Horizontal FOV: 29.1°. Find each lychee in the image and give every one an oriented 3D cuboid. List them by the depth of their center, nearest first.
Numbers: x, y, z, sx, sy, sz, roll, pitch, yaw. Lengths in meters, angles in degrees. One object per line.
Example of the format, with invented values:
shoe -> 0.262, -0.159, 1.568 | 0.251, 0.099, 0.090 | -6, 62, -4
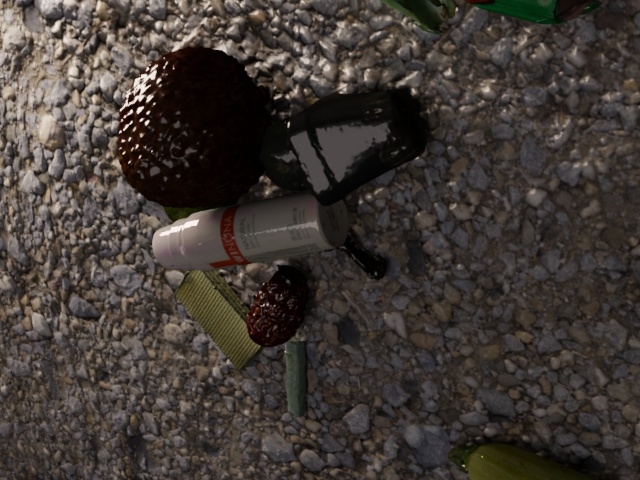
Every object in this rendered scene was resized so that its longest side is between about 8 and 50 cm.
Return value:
lychee -> -0.196, -0.171, 1.928 | 0.260, 0.260, 0.261 | 23, 129, 32

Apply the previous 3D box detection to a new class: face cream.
face cream -> -0.124, -0.010, 1.979 | 0.345, 0.102, 0.102 | -11, 108, 31

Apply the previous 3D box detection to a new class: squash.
squash -> 0.306, 0.377, 1.909 | 0.287, 0.137, 0.137 | 25, 130, 33

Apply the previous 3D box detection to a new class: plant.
plant -> 0.030, -0.140, 1.818 | 0.256, 0.164, 0.142 | -11, 107, 34

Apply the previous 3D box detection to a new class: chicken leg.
chicken leg -> 0.000, 0.000, 2.013 | 0.253, 0.051, 0.106 | 19, 132, 33

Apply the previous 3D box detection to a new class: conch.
conch -> 0.120, -0.355, 1.664 | 0.170, 0.079, 0.106 | 39, 144, -4

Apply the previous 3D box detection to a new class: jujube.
jujube -> -0.069, 0.119, 2.117 | 0.104, 0.104, 0.166 | 45, 136, 12

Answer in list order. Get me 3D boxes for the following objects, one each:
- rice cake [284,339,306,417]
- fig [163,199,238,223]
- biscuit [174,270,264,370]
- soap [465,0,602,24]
rice cake -> -0.045, 0.247, 2.225 | 0.033, 0.029, 0.171 | 25, 131, 36
fig -> -0.185, -0.082, 2.086 | 0.156, 0.123, 0.123 | -8, 109, 35
biscuit -> -0.180, 0.137, 2.275 | 0.199, 0.040, 0.121 | 49, 140, 10
soap -> 0.245, -0.414, 1.486 | 0.218, 0.098, 0.273 | 25, 128, 38
